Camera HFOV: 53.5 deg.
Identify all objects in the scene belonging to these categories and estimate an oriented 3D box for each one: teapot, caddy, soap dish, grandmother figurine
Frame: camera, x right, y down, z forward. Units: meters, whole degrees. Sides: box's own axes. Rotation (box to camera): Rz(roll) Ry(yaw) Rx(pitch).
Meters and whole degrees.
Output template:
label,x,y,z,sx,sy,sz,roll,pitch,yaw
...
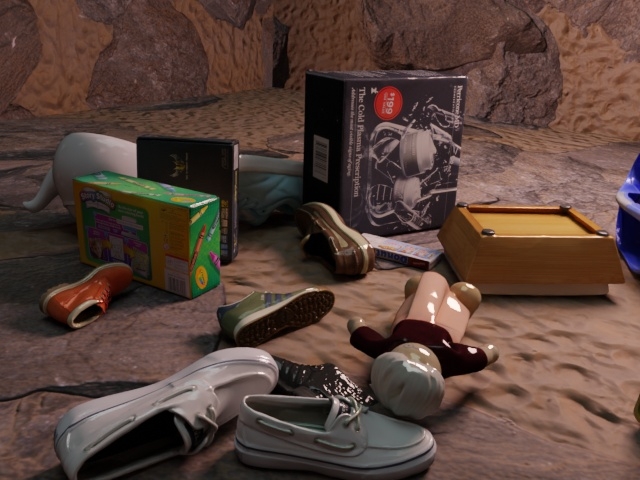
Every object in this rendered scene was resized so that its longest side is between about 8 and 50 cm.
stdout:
label,x,y,z,sx,sy,sz,roll,pitch,yaw
teapot,-0.437,-0.099,1.320,0.256,0.187,0.252,0,-14,45
caddy,0.687,-0.061,1.270,0.179,0.241,0.341,13,22,9
soap dish,0.391,0.010,1.209,0.291,0.118,0.229,0,21,-3
grandmother figurine,0.135,0.133,0.861,0.208,0.104,0.342,-1,13,16

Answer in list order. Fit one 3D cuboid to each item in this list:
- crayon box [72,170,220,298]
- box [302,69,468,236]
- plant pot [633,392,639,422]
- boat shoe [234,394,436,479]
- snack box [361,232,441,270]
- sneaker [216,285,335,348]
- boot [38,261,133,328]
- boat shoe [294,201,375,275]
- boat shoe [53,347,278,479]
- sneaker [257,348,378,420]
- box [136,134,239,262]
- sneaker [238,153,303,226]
label,x,y,z,sx,sy,sz,roll,pitch,yaw
crayon box,-0.310,-0.017,1.126,0.278,0.165,0.081,14,24,27
box,0.138,-0.200,1.412,0.312,0.343,0.179,-9,22,-27
plant pot,0.544,0.158,0.750,0.187,0.212,0.212,3,16,-40
boat shoe,0.018,0.210,0.697,0.226,0.076,0.083,1,21,-5
snack box,0.151,0.021,1.285,0.178,0.022,0.064,15,23,29
sneaker,-0.074,0.101,0.985,0.192,0.064,0.086,-19,35,-38
boot,-0.351,0.089,1.006,0.085,0.059,0.158,21,36,33
boat shoe,0.000,-0.007,1.246,0.095,0.095,0.257,-15,27,-26
boat shoe,-0.154,0.201,0.703,0.258,0.095,0.084,-20,33,-24
sneaker,-0.014,0.182,0.808,0.089,0.051,0.170,-14,31,-38
box,-0.250,-0.080,1.203,0.183,0.232,0.059,5,15,4
sneaker,-0.162,-0.105,1.368,0.366,0.150,0.135,-3,2,-43
